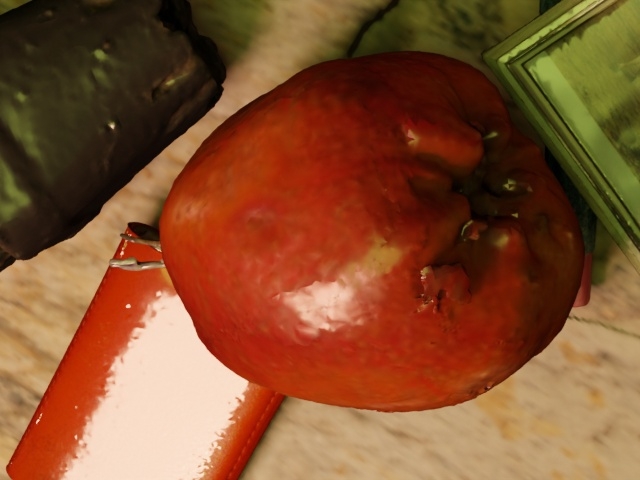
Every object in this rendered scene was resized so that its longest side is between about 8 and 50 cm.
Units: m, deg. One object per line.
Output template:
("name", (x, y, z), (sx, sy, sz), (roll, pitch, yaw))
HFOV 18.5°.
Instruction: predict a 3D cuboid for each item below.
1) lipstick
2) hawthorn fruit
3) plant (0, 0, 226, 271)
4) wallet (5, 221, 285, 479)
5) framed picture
("lipstick", (0.154, -0.075, 1.152), (0.053, 0.053, 0.234), (4, 107, 16))
("hawthorn fruit", (0.000, 0.000, 1.137), (0.299, 0.211, 0.211), (-11, 99, 34))
("plant", (-0.184, -0.068, 1.201), (0.256, 0.164, 0.142), (-37, 93, 6))
("wallet", (-0.104, 0.105, 1.271), (0.142, 0.045, 0.204), (31, 110, 7))
("framed picture", (0.253, -0.055, 1.110), (0.217, 0.017, 0.274), (-35, 100, 18))
